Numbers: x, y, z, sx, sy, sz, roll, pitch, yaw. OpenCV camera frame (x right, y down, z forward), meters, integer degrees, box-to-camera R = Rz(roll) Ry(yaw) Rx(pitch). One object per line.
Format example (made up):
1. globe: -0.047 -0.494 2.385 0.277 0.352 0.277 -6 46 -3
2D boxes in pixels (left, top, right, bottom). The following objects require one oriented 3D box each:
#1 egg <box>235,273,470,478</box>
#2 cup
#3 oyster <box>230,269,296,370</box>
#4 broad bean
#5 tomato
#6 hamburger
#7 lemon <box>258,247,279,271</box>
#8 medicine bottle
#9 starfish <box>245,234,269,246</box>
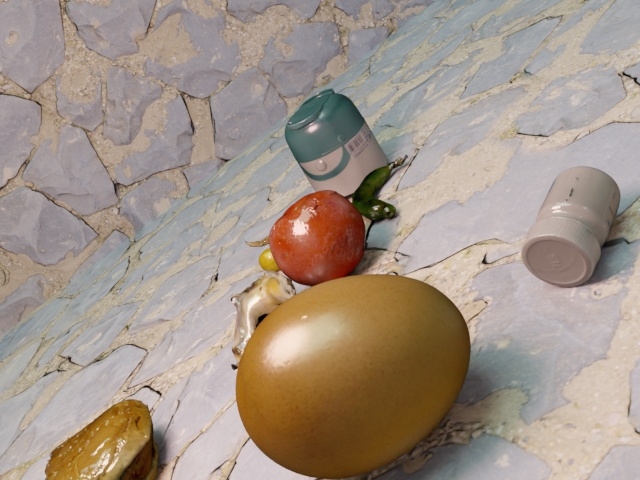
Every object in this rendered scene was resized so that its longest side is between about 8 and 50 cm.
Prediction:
1. egg: 0.043 0.172 0.887 0.323 0.250 0.250 -30 21 4
2. cup: 0.047 -0.273 1.833 0.219 0.257 0.289 -16 29 33
3. oyster: -0.105 0.160 1.369 0.275 0.100 0.271 -20 33 42
4. broad bean: 0.138 -0.119 1.638 0.144 0.049 0.292 -25 23 28
5. tomato: 0.000 0.000 1.412 0.208 0.184 0.208 -34 11 8
6. hamburger: -0.395 0.411 1.257 0.211 0.132 0.309 -40 19 -1
7. lemon: -0.120 0.048 1.683 0.083 0.062 0.062 -24 24 36
8. medicine bottle: 0.370 -0.024 0.983 0.105 0.105 0.168 -13 31 47
9. starfish: -0.062 -0.026 1.700 0.277 0.062 0.236 -18 7 3
